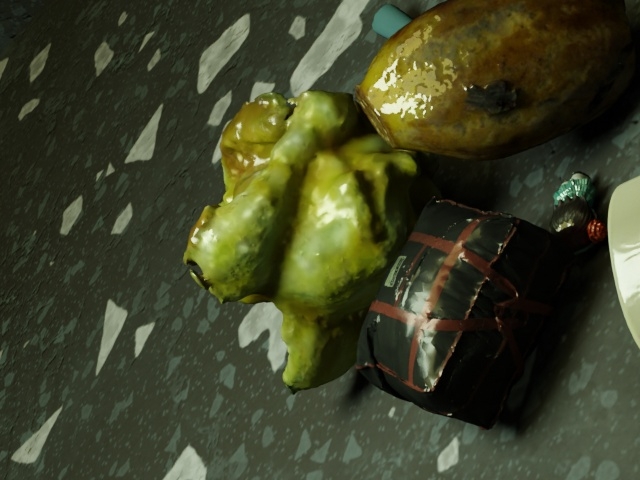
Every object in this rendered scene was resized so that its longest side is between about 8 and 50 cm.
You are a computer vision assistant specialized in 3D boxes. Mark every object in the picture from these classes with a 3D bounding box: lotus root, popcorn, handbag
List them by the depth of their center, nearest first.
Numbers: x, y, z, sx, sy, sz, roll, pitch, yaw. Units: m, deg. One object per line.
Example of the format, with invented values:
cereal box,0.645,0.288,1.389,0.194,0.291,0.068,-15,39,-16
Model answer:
handbag,0.143,0.069,1.870,0.169,0.155,0.215,14,76,58
lotus root,0.184,-0.170,1.954,0.291,0.193,0.193,-15,30,-7
popcorn,0.005,0.001,2.095,0.321,0.290,0.325,70,-168,-77

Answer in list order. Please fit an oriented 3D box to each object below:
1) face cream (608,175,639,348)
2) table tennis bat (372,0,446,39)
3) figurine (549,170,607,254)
face cream,0.401,-0.028,1.560,0.348,0.081,0.173,-25,60,39
table tennis bat,0.146,-0.228,2.292,0.215,0.044,0.329,-58,29,6
figurine,0.260,-0.029,1.893,0.060,0.047,0.106,-20,33,22
